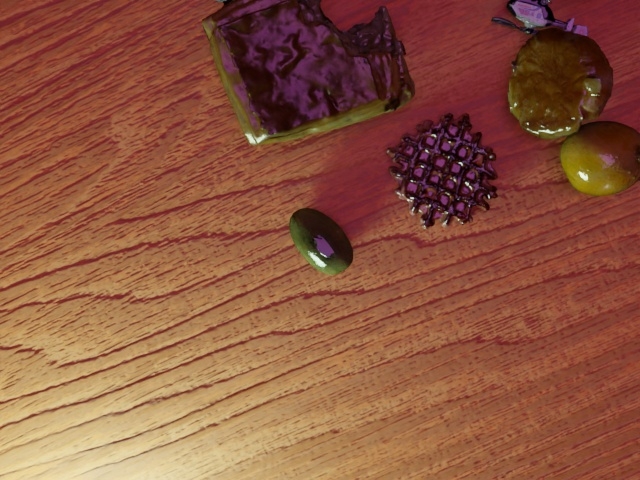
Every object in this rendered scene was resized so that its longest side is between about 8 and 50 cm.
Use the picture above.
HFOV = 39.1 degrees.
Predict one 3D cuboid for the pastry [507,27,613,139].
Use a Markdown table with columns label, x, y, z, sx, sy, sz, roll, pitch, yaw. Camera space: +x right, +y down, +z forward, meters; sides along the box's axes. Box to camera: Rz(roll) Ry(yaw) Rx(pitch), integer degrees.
| label | x | y | z | sx | sy | sz | roll | pitch | yaw |
| --- | --- | --- | --- | --- | --- | --- | --- | --- | --- |
| pastry | 0.472 | -0.319 | 1.803 | 0.218 | 0.100 | 0.229 | -23 | 80 | 40 |

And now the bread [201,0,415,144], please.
| label | x | y | z | sx | sy | sz | roll | pitch | yaw |
| --- | --- | --- | --- | --- | --- | --- | --- | --- | --- |
| bread | -0.025 | -0.368 | 1.814 | 0.370 | 0.191 | 0.314 | -21 | 100 | -6 |

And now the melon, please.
| label | x | y | z | sx | sy | sz | roll | pitch | yaw |
| --- | --- | --- | --- | --- | --- | --- | --- | --- | --- |
| melon | 0.000 | 0.000 | 1.884 | 0.099 | 0.099 | 0.162 | -41 | 90 | 4 |

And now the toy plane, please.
| label | x | y | z | sx | sy | sz | roll | pitch | yaw |
| --- | --- | --- | --- | --- | --- | --- | --- | --- | --- |
| toy plane | 0.458 | -0.458 | 1.858 | 0.197 | 0.053 | 0.078 | 19 | 103 | 2 |

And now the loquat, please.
| label | x | y | z | sx | sy | sz | roll | pitch | yaw |
| --- | --- | --- | --- | --- | --- | --- | --- | --- | --- |
| loquat | 0.573 | -0.164 | 1.802 | 0.204 | 0.172 | 0.149 | 5 | 104 | 47 |

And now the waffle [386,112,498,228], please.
| label | x | y | z | sx | sy | sz | roll | pitch | yaw |
| --- | --- | --- | --- | --- | --- | --- | --- | --- | --- |
| waffle | 0.259 | -0.141 | 1.886 | 0.221 | 0.055 | 0.234 | -27 | 87 | 6 |
